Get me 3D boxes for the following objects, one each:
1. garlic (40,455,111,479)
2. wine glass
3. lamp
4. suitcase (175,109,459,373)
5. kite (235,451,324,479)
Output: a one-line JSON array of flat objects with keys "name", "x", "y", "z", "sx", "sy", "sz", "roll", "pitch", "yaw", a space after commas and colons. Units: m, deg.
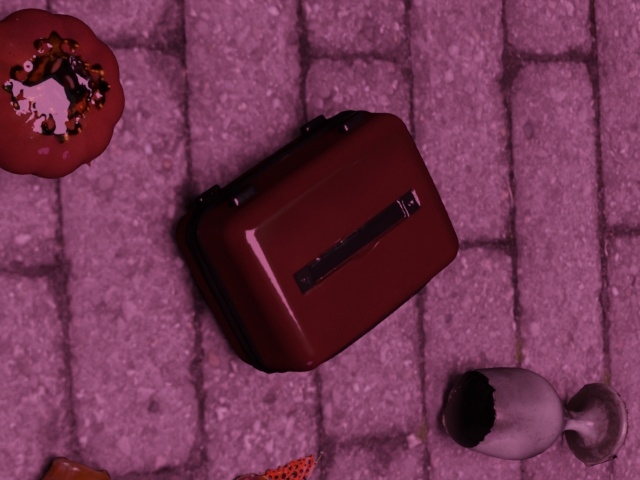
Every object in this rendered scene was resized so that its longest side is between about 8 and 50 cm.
[{"name": "garlic", "x": -0.302, "y": 0.386, "z": 1.476, "sx": 0.143, "sy": 0.112, "sz": 0.318, "roll": 35, "pitch": 61, "yaw": -25}, {"name": "wine glass", "x": 0.287, "y": 0.234, "z": 1.832, "sx": 0.241, "sy": 0.126, "sz": 0.126, "roll": 12, "pitch": 84, "yaw": -35}, {"name": "lamp", "x": -0.291, "y": -0.155, "z": 1.448, "sx": 0.182, "sy": 0.140, "sz": 0.182, "roll": 0, "pitch": 89, "yaw": -28}, {"name": "suitcase", "x": 0.000, "y": 0.000, "z": 1.624, "sx": 0.297, "sy": 0.161, "sz": 0.236, "roll": -37, "pitch": 110, "yaw": -28}, {"name": "kite", "x": -0.084, "y": 0.338, "z": 1.661, "sx": 0.222, "sy": 0.008, "sz": 0.125, "roll": -8, "pitch": 95, "yaw": -33}]
